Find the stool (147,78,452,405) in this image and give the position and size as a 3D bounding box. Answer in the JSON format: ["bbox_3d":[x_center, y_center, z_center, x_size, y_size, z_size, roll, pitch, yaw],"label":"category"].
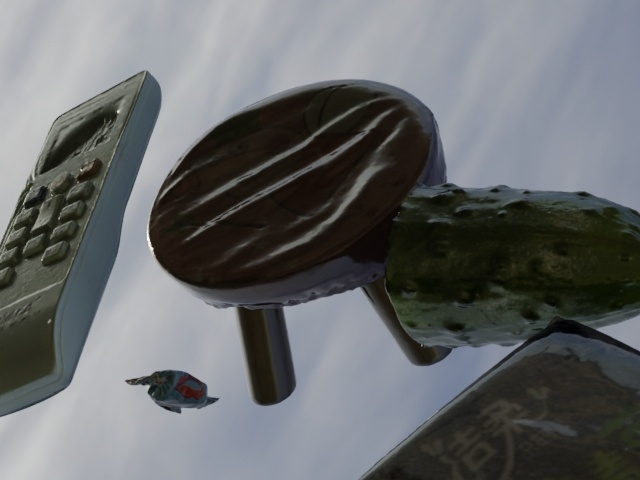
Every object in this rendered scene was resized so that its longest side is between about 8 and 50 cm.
[{"bbox_3d":[0.000,0.000,1.613,0.272,0.178,0.272,-17,-143,13],"label":"stool"}]

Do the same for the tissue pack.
[{"bbox_3d":[0.226,0.222,1.160,0.394,0.124,0.288,27,-133,36],"label":"tissue pack"}]

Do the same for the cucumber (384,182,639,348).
[{"bbox_3d":[0.177,0.020,1.392,0.244,0.134,0.134,2,-108,30],"label":"cucumber"}]

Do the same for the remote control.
[{"bbox_3d":[-0.102,0.000,0.725,0.061,0.029,0.162,-21,-144,33],"label":"remote control"}]

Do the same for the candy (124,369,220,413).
[{"bbox_3d":[-0.092,0.093,1.124,0.030,0.083,0.020,-9,-109,21],"label":"candy"}]
